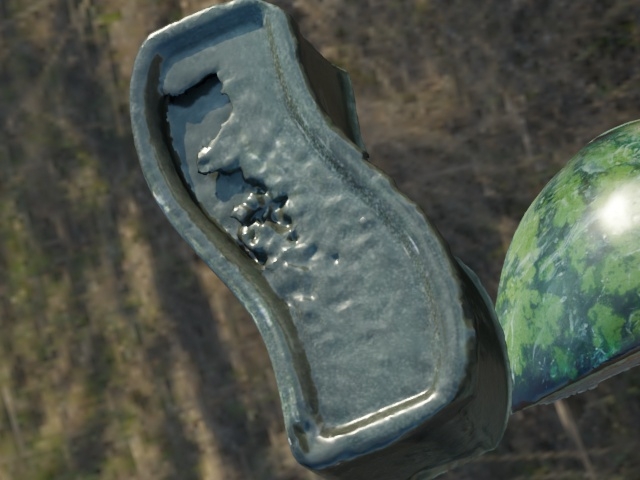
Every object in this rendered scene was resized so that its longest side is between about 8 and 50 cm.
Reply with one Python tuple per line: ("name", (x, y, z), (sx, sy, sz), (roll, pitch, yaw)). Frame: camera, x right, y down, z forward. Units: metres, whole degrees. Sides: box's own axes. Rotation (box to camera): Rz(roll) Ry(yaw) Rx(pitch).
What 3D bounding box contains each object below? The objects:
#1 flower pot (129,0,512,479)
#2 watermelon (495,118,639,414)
("flower pot", (0.000, 0.000, 0.736), (0.229, 0.103, 0.108), (60, -174, 20))
("watermelon", (0.262, 0.017, 1.197), (0.224, 0.305, 0.180), (-127, 18, -56))
